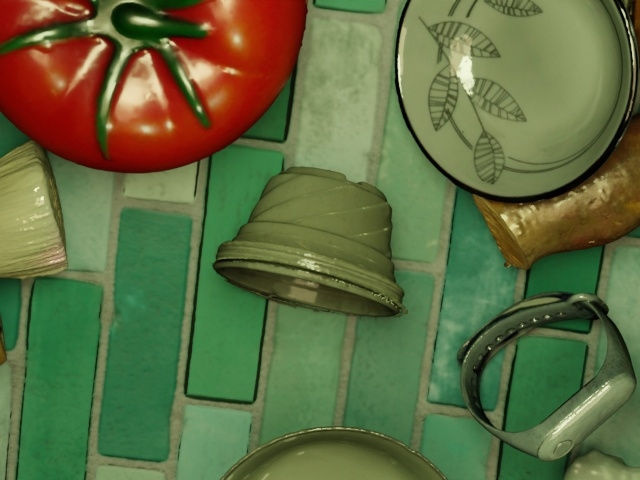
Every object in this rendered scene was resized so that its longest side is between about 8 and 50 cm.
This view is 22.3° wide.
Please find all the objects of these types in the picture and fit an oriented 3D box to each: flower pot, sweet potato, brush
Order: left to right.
[{"bbox_3d":[-0.378,0.024,1.901,0.166,0.174,0.266,-10,112,-8],"label":"brush"},{"bbox_3d":[0.000,0.000,1.882,0.236,0.235,0.140,17,78,-4],"label":"flower pot"},{"bbox_3d":[0.351,-0.072,1.898,0.337,0.131,0.131,-22,103,2],"label":"sweet potato"}]

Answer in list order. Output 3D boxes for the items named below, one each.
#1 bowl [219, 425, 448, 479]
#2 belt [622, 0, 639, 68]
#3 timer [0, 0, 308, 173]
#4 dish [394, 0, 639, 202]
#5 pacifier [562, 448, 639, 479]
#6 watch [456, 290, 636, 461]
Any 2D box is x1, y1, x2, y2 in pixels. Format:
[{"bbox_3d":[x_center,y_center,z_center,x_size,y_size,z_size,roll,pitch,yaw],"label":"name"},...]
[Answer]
[{"bbox_3d":[0.014,0.359,1.980,0.337,0.157,0.337,0,104,-1],"label":"bowl"},{"bbox_3d":[0.379,-0.301,1.795,0.105,0.184,0.261,-3,142,4],"label":"belt"},{"bbox_3d":[-0.202,-0.263,1.765,0.378,0.279,0.377,-1,107,-3],"label":"timer"},{"bbox_3d":[0.238,-0.199,1.838,0.316,0.106,0.316,6,100,39],"label":"dish"},{"bbox_3d":[0.414,0.295,1.944,0.269,0.288,0.343,-17,100,31],"label":"pacifier"},{"bbox_3d":[0.268,0.151,1.927,0.206,0.193,0.068,-44,141,6],"label":"watch"}]
